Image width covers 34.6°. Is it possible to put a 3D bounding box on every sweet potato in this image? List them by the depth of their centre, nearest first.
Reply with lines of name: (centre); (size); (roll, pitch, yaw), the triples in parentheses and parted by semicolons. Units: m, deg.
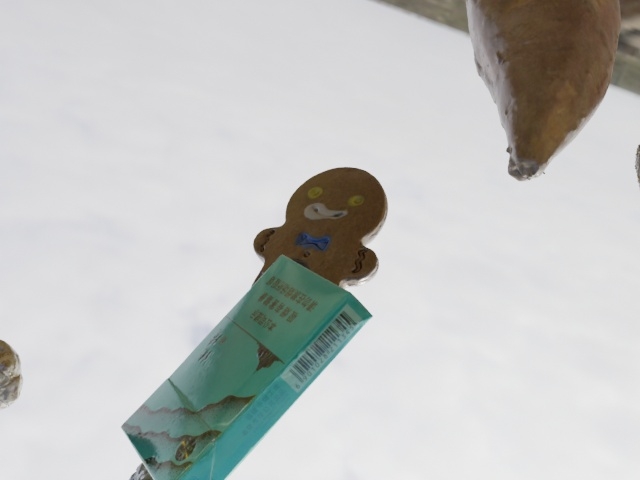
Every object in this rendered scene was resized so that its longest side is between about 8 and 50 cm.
sweet potato: (0.171, -0.174, 0.807); (0.131, 0.131, 0.336); (21, -133, 2)

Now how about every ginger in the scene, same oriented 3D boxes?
ginger: (-0.356, 0.153, 1.082); (0.069, 0.173, 0.051); (50, -137, -6)

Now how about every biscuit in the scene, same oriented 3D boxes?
biscuit: (0.000, 0.000, 1.321); (0.180, 0.236, 0.039); (10, 148, 27)

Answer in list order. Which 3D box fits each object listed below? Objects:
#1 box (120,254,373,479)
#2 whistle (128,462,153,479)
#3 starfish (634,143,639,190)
box: (-0.071, 0.120, 0.917); (0.042, 0.226, 0.161); (47, 171, -23)
whistle: (-0.206, 0.316, 1.127); (0.123, 0.122, 0.223); (16, -161, -17)
starfish: (0.376, -0.097, 1.056); (0.074, 0.146, 0.190); (49, -172, 4)
